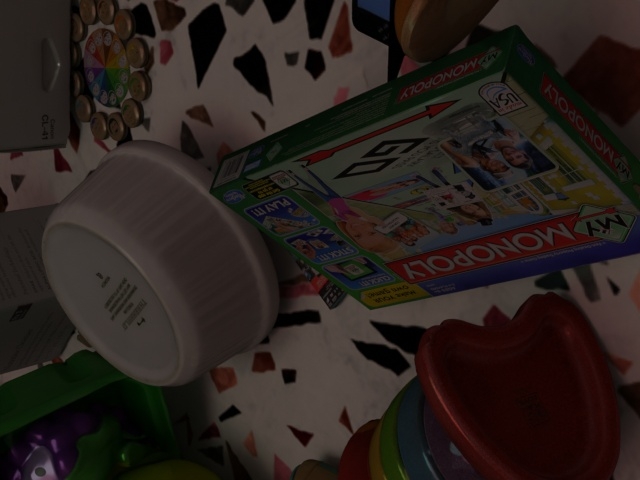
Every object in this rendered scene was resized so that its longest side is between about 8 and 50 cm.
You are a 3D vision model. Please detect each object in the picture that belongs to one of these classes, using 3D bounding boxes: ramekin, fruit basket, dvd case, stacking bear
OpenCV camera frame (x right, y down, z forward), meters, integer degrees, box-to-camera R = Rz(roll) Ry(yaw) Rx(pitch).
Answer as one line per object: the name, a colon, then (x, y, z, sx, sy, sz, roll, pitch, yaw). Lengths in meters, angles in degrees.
ramekin: (-0.186, 0.037, 1.031, 0.273, 0.127, 0.273, 26, 136, 28)
fruit basket: (-0.241, 0.343, 1.118, 0.392, 0.283, 0.392, 47, 149, 39)
dvd case: (0.000, 0.000, 0.977, 0.119, 0.013, 0.087, 52, 131, 19)
stacking bear: (0.109, 0.189, 0.833, 0.289, 0.175, 0.164, -48, 60, 51)

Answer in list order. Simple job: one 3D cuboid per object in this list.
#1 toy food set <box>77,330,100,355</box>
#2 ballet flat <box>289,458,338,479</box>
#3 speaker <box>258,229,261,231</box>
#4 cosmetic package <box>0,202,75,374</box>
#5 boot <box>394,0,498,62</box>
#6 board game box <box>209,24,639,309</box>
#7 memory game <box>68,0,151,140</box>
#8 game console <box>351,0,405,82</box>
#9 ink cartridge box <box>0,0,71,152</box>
toy food set: (-0.302, 0.220, 1.324, 0.132, 0.038, 0.192, 27, 114, 28)
ballet flat: (0.003, 0.354, 1.032, 0.073, 0.080, 0.232, 8, 109, 27)
speaker: (-0.117, -0.036, 1.053, 0.136, 0.055, 0.055, 3, 104, 44)
cosmetic package: (-0.510, 0.093, 1.236, 0.156, 0.385, 0.217, 56, 133, 17)
boot: (0.068, -0.291, 0.698, 0.211, 0.104, 0.295, 29, 87, 24)
board game box: (0.087, -0.036, 0.762, 0.317, 0.213, 0.046, -17, 44, 46)
memory game: (-0.272, -0.216, 1.183, 0.186, 0.012, 0.186, 15, 112, 42)
game console: (0.046, -0.209, 0.809, 0.107, 0.071, 0.122, 35, 142, 33)
ink cartridge box: (-0.470, -0.259, 1.274, 0.306, 0.131, 0.226, 22, 115, 44)
